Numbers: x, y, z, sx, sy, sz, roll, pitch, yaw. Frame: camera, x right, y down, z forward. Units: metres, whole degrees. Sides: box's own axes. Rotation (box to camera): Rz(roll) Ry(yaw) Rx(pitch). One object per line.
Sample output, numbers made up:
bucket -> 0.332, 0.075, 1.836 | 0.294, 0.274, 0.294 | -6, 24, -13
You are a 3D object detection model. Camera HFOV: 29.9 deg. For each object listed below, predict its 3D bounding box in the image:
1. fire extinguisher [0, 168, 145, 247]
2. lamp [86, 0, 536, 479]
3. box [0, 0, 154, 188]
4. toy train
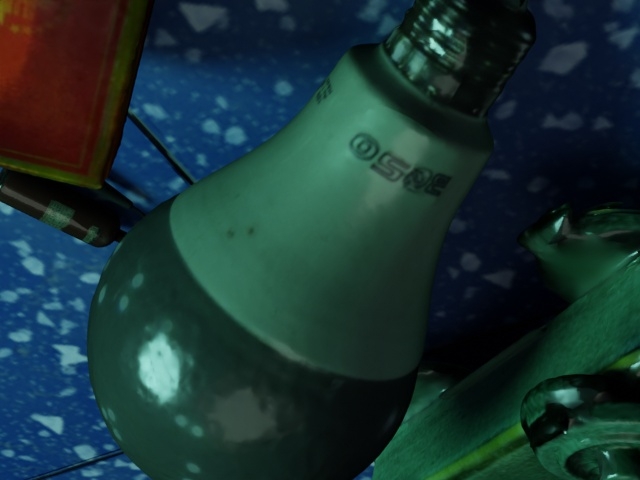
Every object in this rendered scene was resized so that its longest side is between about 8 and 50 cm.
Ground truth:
fire extinguisher -> -0.136, -0.022, 0.698 | 0.100, 0.032, 0.046 | 26, 98, -22
lamp -> -0.018, 0.002, 0.620 | 0.182, 0.182, 0.314 | 12, 122, -9
box -> -0.220, -0.153, 0.500 | 0.313, 0.089, 0.197 | 13, 128, -11
toy train -> 0.170, 0.117, 0.723 | 0.237, 0.150, 0.369 | 15, 146, -22
